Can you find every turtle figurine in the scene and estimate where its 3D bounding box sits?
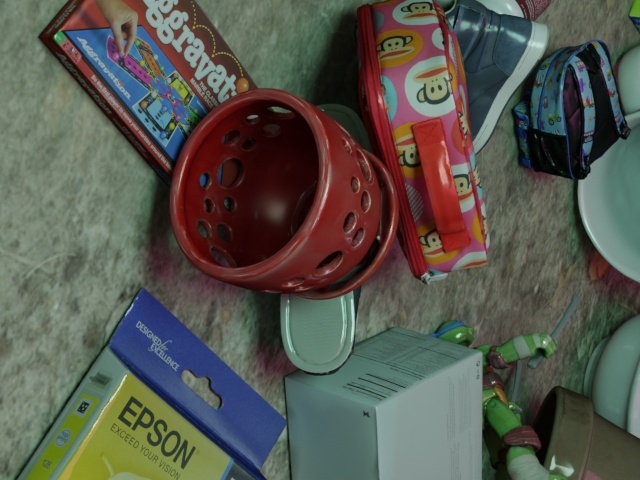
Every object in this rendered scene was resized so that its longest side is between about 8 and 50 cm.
[{"bbox_3d":[0.278,0.216,1.480,0.274,0.198,0.266,10,52,-38],"label":"turtle figurine"}]

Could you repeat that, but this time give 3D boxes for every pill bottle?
[{"bbox_3d":[0.242,-0.308,1.436,0.152,0.086,0.086,-48,131,-29],"label":"pill bottle"}]

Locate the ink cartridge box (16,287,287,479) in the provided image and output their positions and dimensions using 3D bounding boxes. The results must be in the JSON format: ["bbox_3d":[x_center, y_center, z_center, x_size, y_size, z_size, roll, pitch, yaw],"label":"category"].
[{"bbox_3d":[-0.166,0.259,1.154,0.307,0.072,0.303,-57,135,-18],"label":"ink cartridge box"}]

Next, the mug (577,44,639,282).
[{"bbox_3d":[0.582,-0.140,1.752,0.328,0.276,0.374,-21,85,-49],"label":"mug"}]

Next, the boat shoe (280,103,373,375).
[{"bbox_3d":[0.000,0.000,1.251,0.091,0.114,0.302,83,16,-82],"label":"boat shoe"}]

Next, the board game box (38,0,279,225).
[{"bbox_3d":[-0.144,-0.152,1.098,0.145,0.027,0.281,-58,135,-21],"label":"board game box"}]

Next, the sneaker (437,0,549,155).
[{"bbox_3d":[0.158,-0.202,1.378,0.163,0.086,0.226,17,129,-14],"label":"sneaker"}]

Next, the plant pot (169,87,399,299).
[{"bbox_3d":[-0.024,-0.035,1.099,0.174,0.191,0.191,22,84,-52],"label":"plant pot"}]

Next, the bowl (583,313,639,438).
[{"bbox_3d":[0.540,0.243,1.875,0.298,0.134,0.298,-14,110,-44],"label":"bowl"}]

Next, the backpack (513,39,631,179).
[{"bbox_3d":[0.349,-0.193,1.560,0.158,0.117,0.173,-39,127,-34],"label":"backpack"}]

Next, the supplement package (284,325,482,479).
[{"bbox_3d":[0.082,0.237,1.355,0.203,0.149,0.194,-19,113,-43],"label":"supplement package"}]

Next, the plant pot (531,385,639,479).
[{"bbox_3d":[0.415,0.369,1.624,0.263,0.229,0.263,17,90,-84],"label":"plant pot"}]

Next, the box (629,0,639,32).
[{"bbox_3d":[0.573,-0.337,1.775,0.178,0.109,0.042,35,76,-46],"label":"box"}]

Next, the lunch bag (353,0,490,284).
[{"bbox_3d":[0.120,-0.105,1.233,0.258,0.120,0.293,-94,169,-52],"label":"lunch bag"}]
